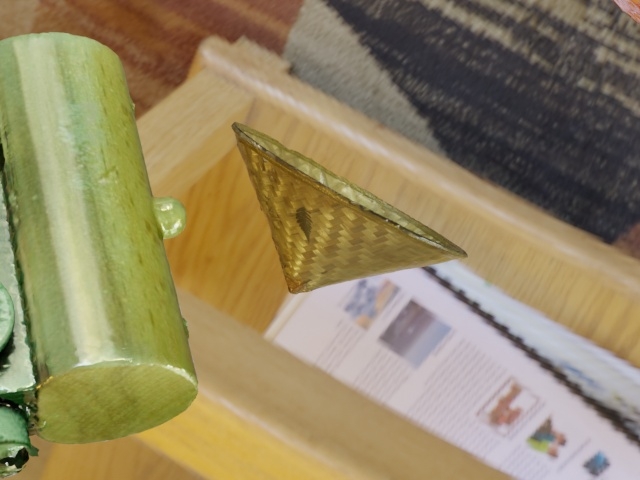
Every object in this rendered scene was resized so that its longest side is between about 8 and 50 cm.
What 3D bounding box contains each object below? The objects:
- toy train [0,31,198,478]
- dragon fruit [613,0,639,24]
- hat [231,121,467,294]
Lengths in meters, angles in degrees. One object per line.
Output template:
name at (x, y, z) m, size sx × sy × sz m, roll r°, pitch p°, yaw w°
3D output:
toy train at (-0.181, 0.002, 0.839) m, size 0.189 × 0.307 × 0.126 m, roll 0°, pitch 143°, yaw -25°
dragon fruit at (0.167, -0.217, 0.503) m, size 0.249 × 0.371 × 0.386 m, roll 10°, pitch 154°, yaw 11°
hat at (0.000, 0.000, 0.746) m, size 0.146 × 0.146 × 0.067 m, roll 30°, pitch 96°, yaw 5°
